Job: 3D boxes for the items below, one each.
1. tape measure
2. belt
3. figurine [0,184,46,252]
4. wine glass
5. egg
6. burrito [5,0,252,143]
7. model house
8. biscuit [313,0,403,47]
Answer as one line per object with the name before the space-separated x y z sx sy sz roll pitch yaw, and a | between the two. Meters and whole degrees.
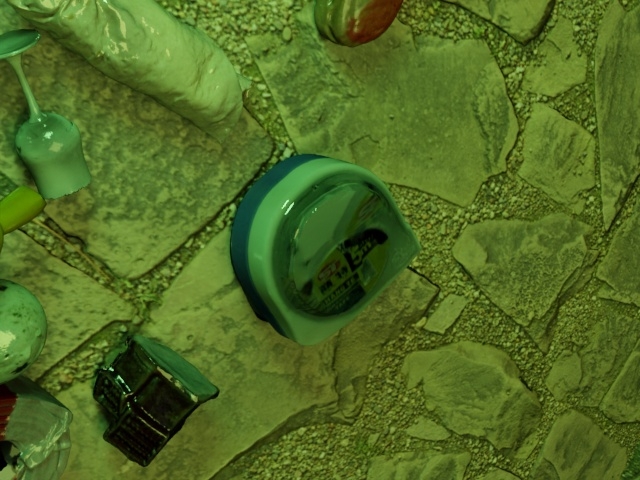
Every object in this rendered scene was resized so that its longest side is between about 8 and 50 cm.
tape measure | 0.002 0.002 1.595 0.259 0.138 0.262 -44 132 -20
belt | -0.461 0.284 1.322 0.324 0.115 0.227 -36 131 -25
figurine | -0.470 -0.019 1.143 0.218 0.169 0.327 -46 133 6
wine glass | -0.335 -0.147 1.262 0.079 0.079 0.195 -33 127 -27
egg | -0.409 0.120 1.280 0.164 0.131 0.131 -43 132 -25
burrito | -0.221 -0.244 1.326 0.392 0.076 0.117 30 81 -47
model house | -0.250 0.231 1.514 0.165 0.106 0.152 41 92 -9
biscuit | 0.063 -0.483 1.471 0.368 0.076 0.394 -44 133 -19
